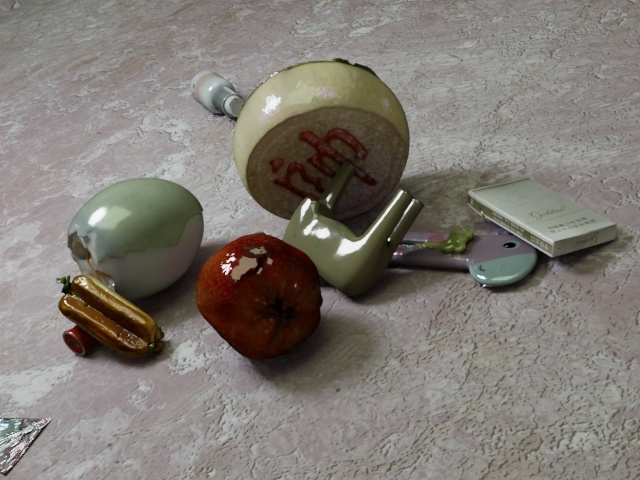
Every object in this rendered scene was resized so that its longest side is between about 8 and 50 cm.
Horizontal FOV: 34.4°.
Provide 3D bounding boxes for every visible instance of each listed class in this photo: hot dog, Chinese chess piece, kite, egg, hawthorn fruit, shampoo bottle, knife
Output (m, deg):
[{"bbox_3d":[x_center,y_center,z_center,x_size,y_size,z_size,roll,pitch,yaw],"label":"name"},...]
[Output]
[{"bbox_3d":[-0.306,0.110,1.497,0.188,0.055,0.072,31,87,20],"label":"hot dog"},{"bbox_3d":[0.002,-0.146,1.572,0.270,0.270,0.112,-17,49,5],"label":"Chinese chess piece"},{"bbox_3d":[-0.438,0.277,1.403,0.156,0.011,0.139,-25,29,-9],"label":"kite"},{"bbox_3d":[-0.273,-0.010,1.599,0.217,0.183,0.183,-33,32,-30],"label":"egg"},{"bbox_3d":[-0.079,0.073,1.378,0.173,0.173,0.179,-25,-7,-9],"label":"hawthorn fruit"},{"bbox_3d":[-0.204,-0.295,2.123,0.074,0.074,0.192,-30,33,-17],"label":"shampoo bottle"},{"bbox_3d":[0.125,0.007,1.482,0.398,0.038,0.132,3,34,35],"label":"knife"}]

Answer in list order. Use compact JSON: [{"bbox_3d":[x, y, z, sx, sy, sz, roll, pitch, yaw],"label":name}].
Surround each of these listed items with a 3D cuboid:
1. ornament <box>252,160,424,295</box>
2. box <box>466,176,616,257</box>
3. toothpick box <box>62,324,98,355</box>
[{"bbox_3d":[0.000,0.000,1.490,0.230,0.061,0.245,34,93,39],"label":"ornament"},{"bbox_3d":[0.303,-0.035,1.430,0.109,0.029,0.198,-14,28,-23],"label":"box"},{"bbox_3d":[-0.340,0.130,1.544,0.047,0.047,0.083,8,40,38],"label":"toothpick box"}]
